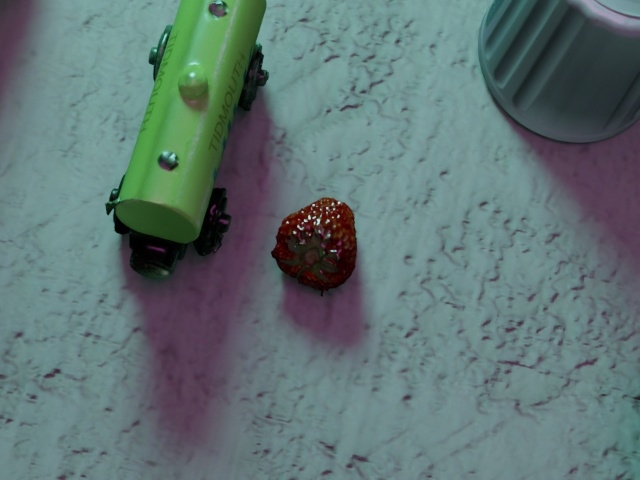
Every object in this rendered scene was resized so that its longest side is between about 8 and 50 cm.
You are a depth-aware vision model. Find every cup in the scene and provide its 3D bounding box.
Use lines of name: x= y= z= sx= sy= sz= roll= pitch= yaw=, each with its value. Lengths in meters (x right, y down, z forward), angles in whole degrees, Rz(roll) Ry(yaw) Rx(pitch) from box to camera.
cup: x=0.225 y=-0.218 z=1.326 sx=0.167 sy=0.202 sz=0.221 roll=-14 pitch=74 yaw=-12

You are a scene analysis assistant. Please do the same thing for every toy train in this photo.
toy train: x=-0.105 y=-0.099 z=1.281 sx=0.105 sy=0.157 sz=0.253 roll=15 pitch=71 yaw=0

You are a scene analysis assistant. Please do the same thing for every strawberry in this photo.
strawberry: x=0.000 y=0.000 z=1.313 sx=0.073 sy=0.073 sz=0.083 roll=21 pitch=35 yaw=2
